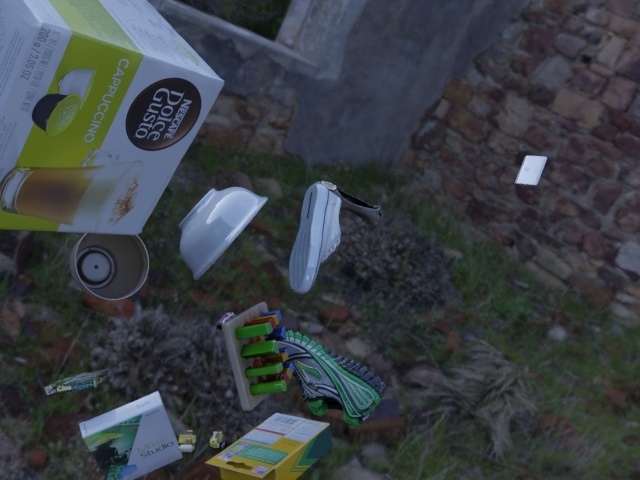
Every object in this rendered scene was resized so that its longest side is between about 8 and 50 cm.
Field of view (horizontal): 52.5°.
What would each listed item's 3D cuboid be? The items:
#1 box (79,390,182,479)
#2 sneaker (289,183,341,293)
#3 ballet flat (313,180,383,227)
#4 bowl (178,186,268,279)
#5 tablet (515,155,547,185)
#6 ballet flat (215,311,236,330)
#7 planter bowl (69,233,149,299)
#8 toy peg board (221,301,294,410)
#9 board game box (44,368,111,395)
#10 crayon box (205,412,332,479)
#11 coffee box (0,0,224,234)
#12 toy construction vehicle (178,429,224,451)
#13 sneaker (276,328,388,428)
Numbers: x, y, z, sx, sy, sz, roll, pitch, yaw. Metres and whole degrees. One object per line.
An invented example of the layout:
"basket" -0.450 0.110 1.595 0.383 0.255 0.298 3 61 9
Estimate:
"box" -0.554 0.598 1.930 0.232 0.322 0.058 -21 46 -17
"sneaker" 0.000 0.000 1.438 0.091 0.258 0.094 22 -21 -27
"ballet flat" 0.086 -0.112 1.832 0.249 0.058 0.084 29 26 -30
"bowl" -0.286 -0.046 1.747 0.134 0.298 0.298 42 16 -7
"tablet" 0.499 -0.166 1.537 0.054 0.083 0.006 10 -27 38
"ballet flat" -0.212 0.285 1.825 0.221 0.077 0.079 33 62 29
"planter bowl" -0.469 0.052 1.397 0.162 0.162 0.109 12 -16 -40
"toy peg board" -0.093 0.204 1.193 0.079 0.161 0.160 -12 4 21
"board game box" -0.694 0.407 1.875 0.136 0.031 0.259 -10 -3 -10
"crayon box" -0.138 0.602 1.821 0.203 0.083 0.322 1 11 34
"coffee box" -0.431 -0.246 1.070 0.338 0.338 0.334 47 24 28
"toy construction vehicle" -0.228 0.376 1.232 0.085 0.035 0.098 2 -7 1
"sneaker" -0.019 0.325 1.560 0.343 0.146 0.134 23 -22 28
